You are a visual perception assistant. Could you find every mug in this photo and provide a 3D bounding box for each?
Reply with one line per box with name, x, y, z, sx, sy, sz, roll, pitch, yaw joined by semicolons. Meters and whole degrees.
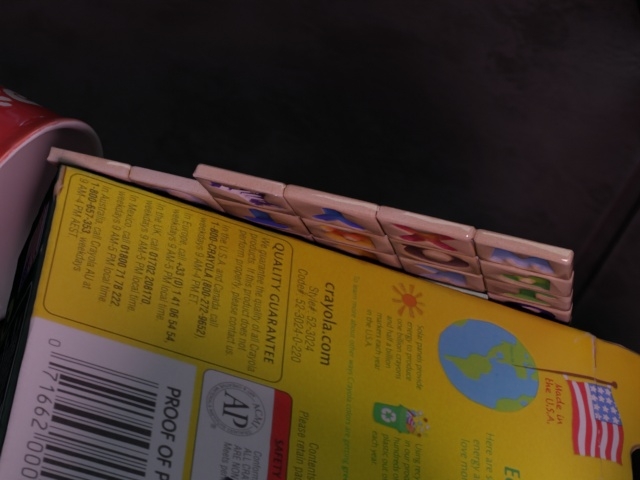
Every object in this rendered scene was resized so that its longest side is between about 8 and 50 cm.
mug;-0.219;-0.038;0.795;0.169;0.113;0.150;31;49;19

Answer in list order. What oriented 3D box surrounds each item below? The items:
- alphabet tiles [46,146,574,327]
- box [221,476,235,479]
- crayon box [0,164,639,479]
alphabet tiles;0.000;0.000;0.750;0.237;0.198;0.009;13;81;11
box;-0.012;0.223;0.516;0.163;0.247;0.142;26;48;11
crayon box;0.012;0.108;0.702;0.319;0.081;0.202;18;46;-14
